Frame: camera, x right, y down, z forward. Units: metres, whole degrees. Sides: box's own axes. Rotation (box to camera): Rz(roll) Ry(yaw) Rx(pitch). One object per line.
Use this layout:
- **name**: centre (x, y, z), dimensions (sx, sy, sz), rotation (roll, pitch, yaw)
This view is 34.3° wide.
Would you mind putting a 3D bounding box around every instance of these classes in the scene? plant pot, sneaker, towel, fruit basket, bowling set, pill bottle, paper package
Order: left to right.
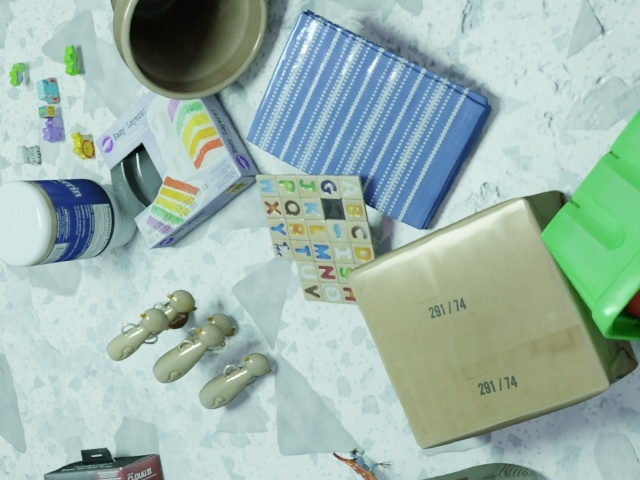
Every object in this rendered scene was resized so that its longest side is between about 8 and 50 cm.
- **pill bottle**: centre (-0.468, -0.037, 1.905), dimensions (0.153, 0.264, 0.153), rotation (3, 95, 30)
- **plant pot**: centre (-0.253, -0.400, 1.767), dimensions (0.229, 0.263, 0.263), rotation (43, 117, 46)
- **bowling set**: centre (-0.237, 0.150, 1.841), dimensions (0.154, 0.287, 0.200), rotation (-38, 42, 22)
- **towel**: centre (0.073, -0.189, 1.643), dimensions (0.336, 0.040, 0.243), rotation (28, 112, 6)
- **sneaker**: centre (0.248, 0.427, 1.637), dimensions (0.222, 0.083, 0.118), rotation (-14, 106, 25)
- **paper package**: centre (0.251, 0.120, 1.543), dimensions (0.325, 0.168, 0.309), rotation (-27, 82, 30)
- **fruit basket**: centre (0.530, 0.004, 1.315), dimensions (0.392, 0.283, 0.392), rotation (-5, 80, 34)

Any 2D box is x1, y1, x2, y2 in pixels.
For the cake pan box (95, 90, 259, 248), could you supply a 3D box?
- **cake pan box**: centre (-0.268, -0.149, 1.891), dimensions (0.267, 0.070, 0.246), rotation (-34, 75, 29)

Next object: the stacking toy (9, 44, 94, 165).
- **stacking toy**: centre (-0.531, -0.260, 2.052), dimensions (0.167, 0.052, 0.221), rotation (-7, 89, 30)

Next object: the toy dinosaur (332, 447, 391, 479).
- **toy dinosaur**: centre (0.072, 0.391, 1.737), dimensions (0.082, 0.090, 0.047), rotation (-124, 39, -50)

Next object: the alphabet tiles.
- **alphabet tiles**: centre (0.000, 0.000, 1.723), dimensions (0.198, 0.009, 0.237), rotation (3, 118, 31)

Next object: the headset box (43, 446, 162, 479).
- **headset box**: centre (-0.406, 0.545, 2.011), dimensions (0.218, 0.110, 0.293), rotation (-11, 89, 32)
